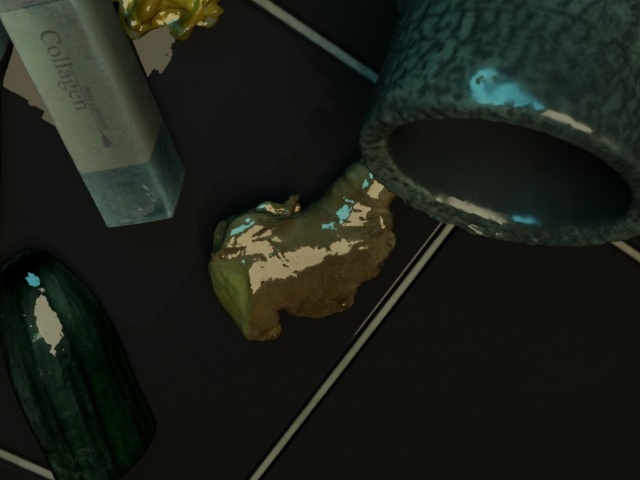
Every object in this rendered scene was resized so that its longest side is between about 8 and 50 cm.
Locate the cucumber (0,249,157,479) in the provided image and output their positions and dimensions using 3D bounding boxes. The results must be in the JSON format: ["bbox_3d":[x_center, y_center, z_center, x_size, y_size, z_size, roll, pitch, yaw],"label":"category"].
[{"bbox_3d":[-0.236,0.124,1.168,0.115,0.063,0.244,-22,117,-4],"label":"cucumber"}]

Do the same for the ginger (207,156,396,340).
[{"bbox_3d":[0.001,0.004,1.166,0.213,0.074,0.137,-30,119,-6],"label":"ginger"}]

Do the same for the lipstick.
[{"bbox_3d":[-0.193,-0.151,1.001,0.066,0.068,0.317,-8,130,15],"label":"lipstick"}]

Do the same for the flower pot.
[{"bbox_3d":[0.196,-0.160,1.008,0.299,0.299,0.283,26,67,-24],"label":"flower pot"}]

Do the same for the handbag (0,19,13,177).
[{"bbox_3d":[-0.352,-0.091,1.031,0.191,0.075,0.332,7,116,-14],"label":"handbag"}]

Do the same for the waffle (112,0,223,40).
[{"bbox_3d":[-0.124,-0.295,0.993,0.262,0.060,0.281,-25,119,-2],"label":"waffle"}]
